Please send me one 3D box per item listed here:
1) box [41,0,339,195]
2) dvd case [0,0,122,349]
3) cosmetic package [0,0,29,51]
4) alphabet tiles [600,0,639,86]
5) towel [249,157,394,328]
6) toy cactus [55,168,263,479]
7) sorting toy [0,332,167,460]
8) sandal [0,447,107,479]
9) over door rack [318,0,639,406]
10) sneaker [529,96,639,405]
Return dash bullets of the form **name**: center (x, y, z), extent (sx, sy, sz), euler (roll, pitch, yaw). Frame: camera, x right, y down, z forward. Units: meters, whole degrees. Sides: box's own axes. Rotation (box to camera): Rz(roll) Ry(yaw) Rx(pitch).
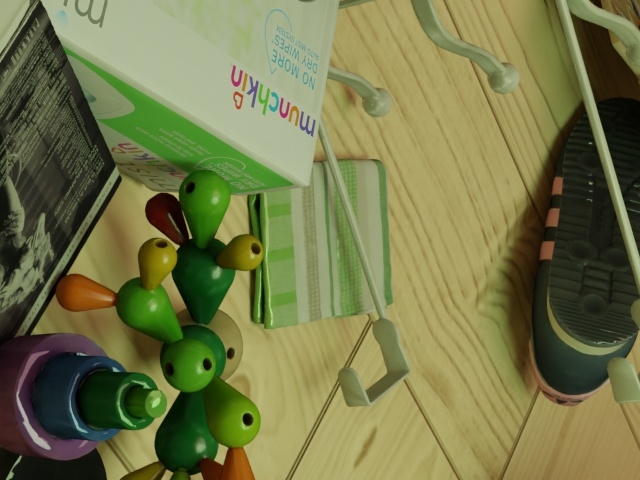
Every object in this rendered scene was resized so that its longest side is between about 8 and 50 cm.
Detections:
- **box**: center (-0.107, -0.173, 0.899), extent (0.262, 0.127, 0.231), euler (31, 64, -53)
- **dvd case**: center (-0.160, -0.004, 0.796), extent (0.164, 0.018, 0.221), euler (-61, 168, -15)
- **cosmetic package**: center (-0.249, -0.101, 0.650), extent (0.184, 0.151, 0.151), euler (54, 48, -35)
- **alphabet tiles**: center (0.321, -0.166, 1.535), extent (0.342, 0.011, 0.285), euler (38, 36, -50)
- **towel**: center (0.000, 0.000, 1.156), extent (0.152, 0.023, 0.113), euler (-6, 94, -54)
- **toy cactus**: center (-0.081, 0.070, 0.952), extent (0.180, 0.112, 0.219), euler (-74, 159, -87)
- **sorting toy**: center (-0.127, 0.225, 0.793), extent (0.127, 0.126, 0.365), euler (17, 76, -43)
- **sandal**: center (-0.149, 0.225, 0.905), extent (0.097, 0.054, 0.254), euler (15, 79, -55)
- **over door rack**: center (0.103, -0.058, 1.080), extent (0.108, 0.239, 0.324), euler (-14, 95, -48)
- **sneaker**: center (0.242, 0.005, 1.466), extent (0.131, 0.112, 0.319), euler (104, 9, -47)
